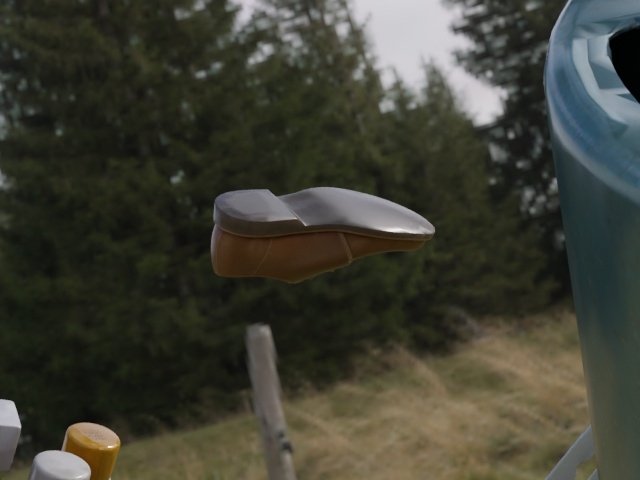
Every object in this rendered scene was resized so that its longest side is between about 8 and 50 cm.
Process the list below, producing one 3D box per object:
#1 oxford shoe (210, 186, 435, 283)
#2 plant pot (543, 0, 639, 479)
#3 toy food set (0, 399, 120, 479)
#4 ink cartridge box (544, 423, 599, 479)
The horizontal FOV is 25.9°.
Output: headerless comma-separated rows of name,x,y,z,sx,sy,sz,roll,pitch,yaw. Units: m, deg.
oxford shoe,0.000,0.000,1.213,0.212,0.076,0.076,0,28,-26
plant pot,0.222,0.065,0.414,0.341,0.334,0.341,-15,30,9
toy food set,-0.254,0.175,0.942,0.232,0.104,0.111,11,18,-26
ink cartridge box,0.210,0.163,0.747,0.181,0.061,0.104,22,-61,-19
